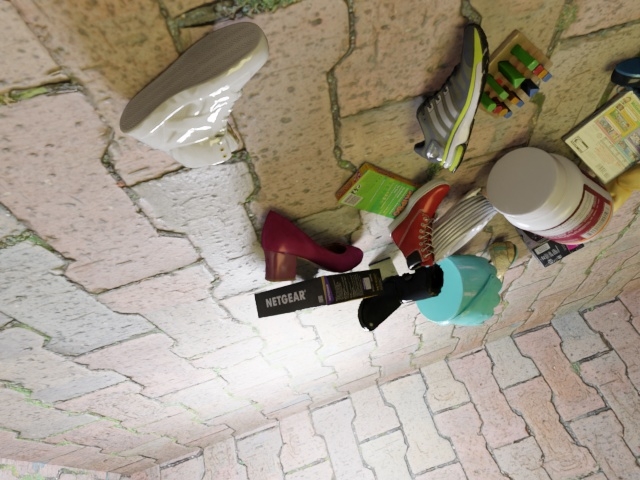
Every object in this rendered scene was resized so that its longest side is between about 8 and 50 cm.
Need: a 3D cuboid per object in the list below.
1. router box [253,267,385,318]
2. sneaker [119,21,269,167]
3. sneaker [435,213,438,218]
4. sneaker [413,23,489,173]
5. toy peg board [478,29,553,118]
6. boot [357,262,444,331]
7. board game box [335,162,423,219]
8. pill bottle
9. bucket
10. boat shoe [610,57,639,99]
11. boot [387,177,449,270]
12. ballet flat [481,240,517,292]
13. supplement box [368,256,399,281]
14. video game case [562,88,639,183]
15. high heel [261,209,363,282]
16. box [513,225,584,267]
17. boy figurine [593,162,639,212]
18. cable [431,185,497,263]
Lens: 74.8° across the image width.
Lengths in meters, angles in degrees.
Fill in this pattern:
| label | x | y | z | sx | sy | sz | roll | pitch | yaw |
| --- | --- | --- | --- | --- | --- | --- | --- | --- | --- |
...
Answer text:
| label | x | y | z | sx | sy | sz | roll | pitch | yaw |
| --- | --- | --- | --- | --- | --- | --- | --- | --- | --- |
| router box | -0.007 | 0.156 | 1.233 | 0.243 | 0.081 | 0.309 | -3 | 168 | -44 |
| sneaker | -0.177 | -0.233 | 0.723 | 0.293 | 0.108 | 0.169 | -24 | 149 | 22 |
| sneaker | 0.306 | -0.057 | 1.276 | 0.061 | 0.065 | 0.158 | -45 | 165 | -22 |
| sneaker | 0.266 | -0.286 | 0.871 | 0.121 | 0.111 | 0.299 | 17 | 128 | 16 |
| toy peg board | 0.421 | -0.336 | 0.914 | 0.161 | 0.079 | 0.161 | 11 | 136 | -38 |
| boot | 0.242 | 0.163 | 1.241 | 0.207 | 0.094 | 0.246 | -24 | -168 | 47 |
| board game box | 0.173 | -0.122 | 1.121 | 0.260 | 0.039 | 0.124 | 14 | 134 | -39 |
| pill bottle | 0.666 | -0.123 | 1.218 | 0.392 | 0.224 | 0.224 | 12 | 134 | -40 |
| bucket | 0.486 | 0.179 | 1.521 | 0.183 | 0.281 | 0.281 | 5 | 139 | -29 |
| boat shoe | 0.816 | -0.388 | 1.029 | 0.258 | 0.109 | 0.089 | -7 | 139 | -16 |
| boot | 0.292 | -0.033 | 1.129 | 0.088 | 0.176 | 0.244 | 0 | 141 | -30 |
| ballet flat | 0.688 | 0.112 | 1.680 | 0.123 | 0.123 | 0.348 | -19 | 147 | -3 |
| supplement box | 0.219 | 0.115 | 1.436 | 0.083 | 0.083 | 0.056 | -21 | 146 | 0 |
| video game case | 0.827 | -0.285 | 1.173 | 0.212 | 0.023 | 0.193 | 35 | 122 | -19 |
| high heel | 0.000 | 0.000 | 1.161 | 0.377 | 0.127 | 0.181 | -9 | 106 | -49 |
| box | 0.818 | -0.026 | 1.513 | 0.163 | 0.142 | 0.247 | -35 | 143 | 23 |
| boy figurine | 0.912 | -0.173 | 1.319 | 0.092 | 0.177 | 0.285 | 4 | 161 | -11 |
| cable | 0.411 | -0.032 | 1.270 | 0.257 | 0.089 | 0.257 | -40 | 162 | 5 |
